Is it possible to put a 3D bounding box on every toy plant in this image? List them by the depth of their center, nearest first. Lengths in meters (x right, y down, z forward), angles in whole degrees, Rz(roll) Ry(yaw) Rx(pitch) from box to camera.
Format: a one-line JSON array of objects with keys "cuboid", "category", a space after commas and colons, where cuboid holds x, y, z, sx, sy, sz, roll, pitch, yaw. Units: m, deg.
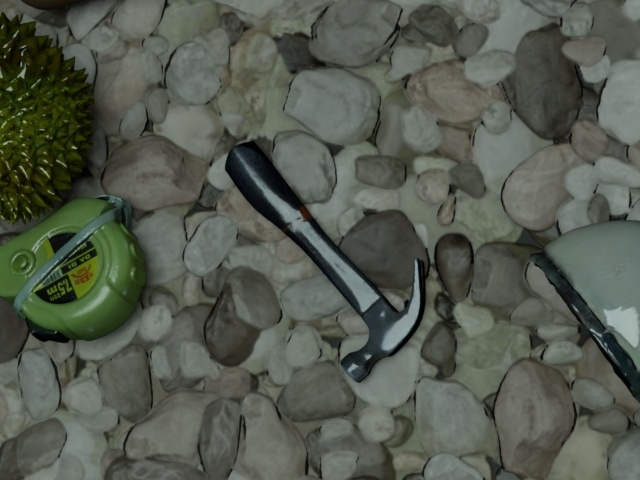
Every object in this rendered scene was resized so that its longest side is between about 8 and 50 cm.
[{"cuboid": [0.401, 0.012, 1.704, 0.332, 0.247, 0.247, -37, 76, 3], "category": "toy plant"}]

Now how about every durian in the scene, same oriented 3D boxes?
[{"cuboid": [-0.340, -0.141, 1.893, 0.176, 0.200, 0.237, -57, 34, 33], "category": "durian"}]

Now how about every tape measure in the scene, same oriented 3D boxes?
[{"cuboid": [-0.268, 0.036, 1.926, 0.177, 0.087, 0.154, -36, 64, 6], "category": "tape measure"}]

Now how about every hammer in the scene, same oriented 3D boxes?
[{"cuboid": [0.000, 0.000, 1.891, 0.137, 0.037, 0.290, -42, 76, 6], "category": "hammer"}]

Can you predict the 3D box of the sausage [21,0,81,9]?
[{"cuboid": [-0.232, -0.342, 1.949, 0.253, 0.123, 0.123, -18, 79, 11], "category": "sausage"}]
